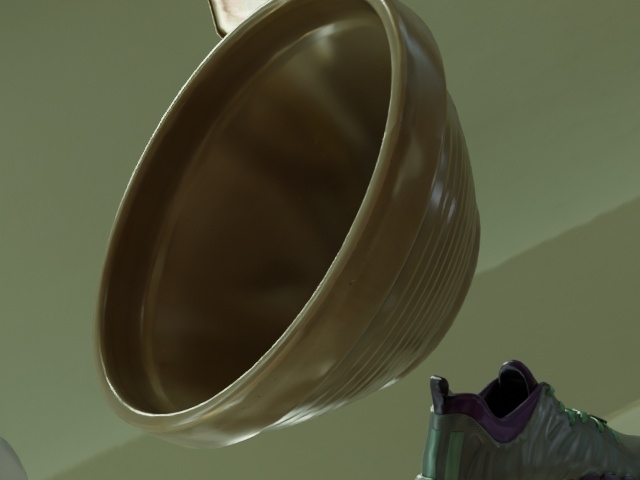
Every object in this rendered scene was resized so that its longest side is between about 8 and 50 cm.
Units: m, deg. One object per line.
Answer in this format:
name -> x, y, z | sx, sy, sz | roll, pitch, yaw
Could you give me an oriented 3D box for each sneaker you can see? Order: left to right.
sneaker -> 0.152, 0.124, 1.247 | 0.224, 0.083, 0.098 | -2, -81, -44

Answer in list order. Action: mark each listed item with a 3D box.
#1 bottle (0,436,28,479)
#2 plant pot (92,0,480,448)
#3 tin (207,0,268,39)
bottle -> -0.233, 0.114, 0.636 | 0.283, 0.092, 0.118 | -10, -146, 12
plant pot -> 0.000, 0.000, 0.947 | 0.110, 0.237, 0.237 | 28, -108, -29
tin -> -0.020, -0.164, 1.224 | 0.106, 0.189, 0.040 | -8, -104, 0
